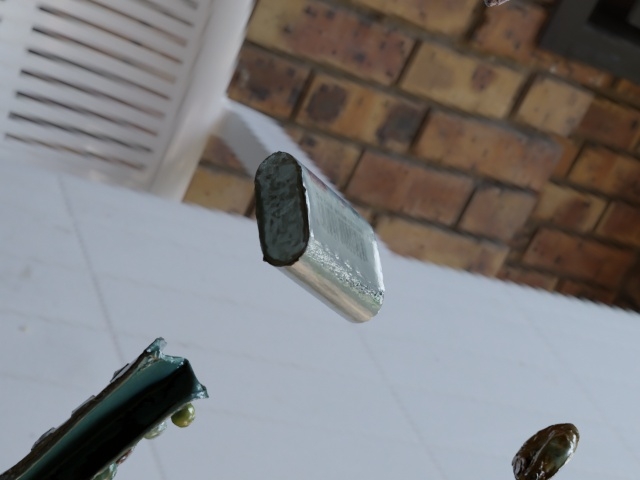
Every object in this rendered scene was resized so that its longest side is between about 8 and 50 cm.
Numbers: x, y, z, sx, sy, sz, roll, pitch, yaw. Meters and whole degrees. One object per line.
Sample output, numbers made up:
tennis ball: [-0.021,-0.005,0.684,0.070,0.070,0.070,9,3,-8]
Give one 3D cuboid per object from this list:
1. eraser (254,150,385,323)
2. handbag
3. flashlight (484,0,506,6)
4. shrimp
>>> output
eraser: [0.000,0.000,1.854,0.227,0.081,0.174,41,37,-54]
handbag: [-0.251,0.227,1.573,0.100,0.269,0.274,49,-11,-1]
flashlight: [0.264,-0.336,1.797,0.052,0.110,0.031,66,-10,-6]
shrimp: [0.357,0.364,2.237,0.051,0.115,0.217,56,35,-7]
